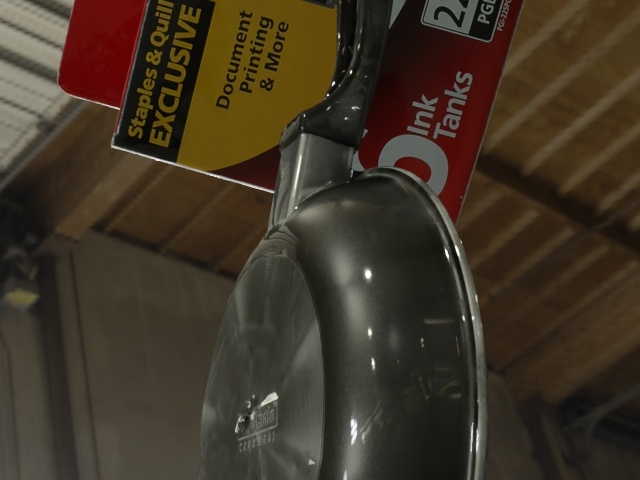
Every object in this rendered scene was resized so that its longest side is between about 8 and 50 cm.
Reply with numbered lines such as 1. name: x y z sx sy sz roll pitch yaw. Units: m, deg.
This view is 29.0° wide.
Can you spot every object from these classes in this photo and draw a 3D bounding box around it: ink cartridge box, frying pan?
1. ink cartridge box: -0.011 -0.189 0.720 0.271 0.130 0.309 15 -79 1
2. frying pan: 0.010 0.006 0.430 0.053 0.197 0.326 7 -85 -21
